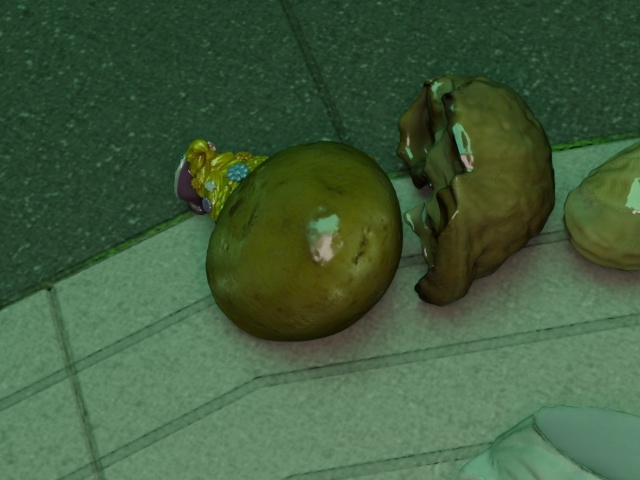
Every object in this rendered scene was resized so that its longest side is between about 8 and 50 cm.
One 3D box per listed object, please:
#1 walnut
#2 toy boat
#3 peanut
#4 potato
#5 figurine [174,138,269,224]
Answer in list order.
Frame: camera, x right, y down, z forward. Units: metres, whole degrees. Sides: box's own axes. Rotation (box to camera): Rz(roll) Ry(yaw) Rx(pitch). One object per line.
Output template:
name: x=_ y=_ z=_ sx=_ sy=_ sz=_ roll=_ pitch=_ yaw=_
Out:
walnut: x=0.154 y=-0.062 z=1.515 sx=0.141 sy=0.204 sz=0.238 roll=3 pitch=53 yaw=-7
toy boat: x=0.253 y=0.212 z=1.318 sx=0.290 sy=0.100 sz=0.199 roll=20 pitch=28 yaw=37
peanut: x=0.372 y=-0.036 z=1.501 sx=0.290 sy=0.130 sz=0.130 roll=0 pitch=54 yaw=8
potato: x=0.000 y=0.000 z=1.468 sx=0.203 sy=0.158 sz=0.178 roll=-31 pitch=93 yaw=-12
figurine: x=-0.070 y=-0.047 z=1.582 sx=0.156 sy=0.115 sz=0.095 roll=32 pitch=74 yaw=25
